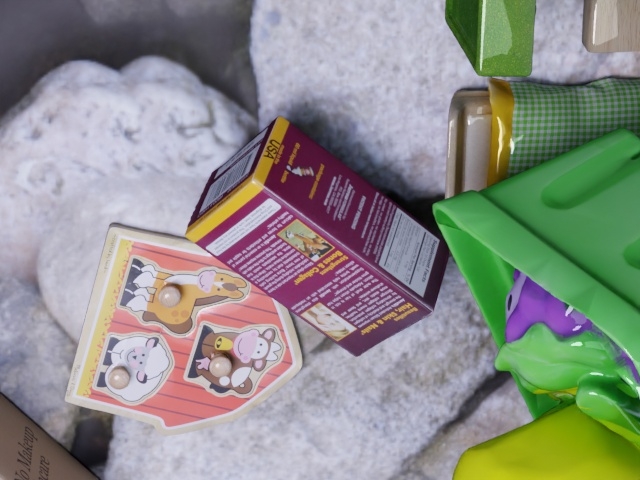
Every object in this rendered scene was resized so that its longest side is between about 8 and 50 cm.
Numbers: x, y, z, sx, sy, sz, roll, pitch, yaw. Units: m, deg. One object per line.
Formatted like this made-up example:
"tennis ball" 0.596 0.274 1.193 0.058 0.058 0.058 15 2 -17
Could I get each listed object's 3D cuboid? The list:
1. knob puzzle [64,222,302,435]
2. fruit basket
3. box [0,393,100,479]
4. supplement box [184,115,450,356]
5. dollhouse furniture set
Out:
"knob puzzle" -0.108 0.089 1.323 0.213 0.030 0.213 -2 111 -6
"fruit basket" 0.202 0.154 1.196 0.392 0.283 0.392 -19 129 -26
"box" -0.279 0.230 1.297 0.121 0.148 0.311 -41 111 8
"supplement box" 0.000 0.000 1.253 0.188 0.080 0.104 36 137 -18
"dollhouse furniture set" 0.204 -0.100 1.221 0.198 0.151 0.301 -2 112 -6
